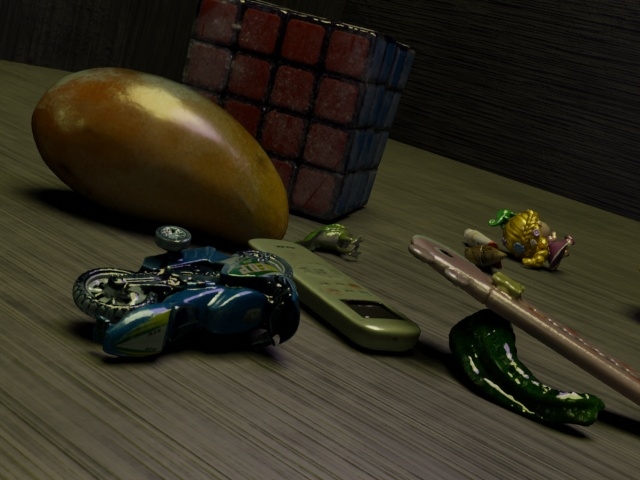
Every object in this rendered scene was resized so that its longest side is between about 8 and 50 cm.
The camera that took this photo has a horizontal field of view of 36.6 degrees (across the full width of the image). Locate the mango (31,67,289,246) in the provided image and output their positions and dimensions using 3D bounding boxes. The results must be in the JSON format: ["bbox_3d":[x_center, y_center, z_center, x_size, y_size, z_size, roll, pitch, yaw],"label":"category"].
[{"bbox_3d":[-0.210,-0.112,1.324,0.384,0.199,0.221,28,5,3],"label":"mango"}]

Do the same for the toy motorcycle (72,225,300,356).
[{"bbox_3d":[-0.106,0.055,0.905,0.254,0.092,0.135,-8,34,-43],"label":"toy motorcycle"}]

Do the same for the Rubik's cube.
[{"bbox_3d":[-0.052,-0.252,1.811,0.343,0.344,0.337,19,12,12],"label":"Rubik's cube"}]

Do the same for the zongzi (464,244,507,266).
[{"bbox_3d":[0.296,0.024,1.640,0.083,0.040,0.076,-7,-3,39],"label":"zongzi"}]

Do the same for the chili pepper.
[{"bbox_3d":[0.200,0.120,1.048,0.122,0.065,0.279,26,11,-13],"label":"chili pepper"}]

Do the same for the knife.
[{"bbox_3d":[0.261,0.102,1.026,0.398,0.038,0.132,35,15,14],"label":"knife"}]

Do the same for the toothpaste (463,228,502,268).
[{"bbox_3d":[0.298,0.009,1.767,0.031,0.048,0.190,-14,13,-4],"label":"toothpaste"}]

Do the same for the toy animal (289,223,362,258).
[{"bbox_3d":[0.016,0.005,1.423,0.075,0.041,0.217,18,16,21],"label":"toy animal"}]

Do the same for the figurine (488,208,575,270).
[{"bbox_3d":[0.380,-0.003,1.817,0.115,0.095,0.156,-24,55,-40],"label":"figurine"}]

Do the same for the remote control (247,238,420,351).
[{"bbox_3d":[0.005,0.059,1.145,0.090,0.038,0.309,8,14,-31],"label":"remote control"}]
